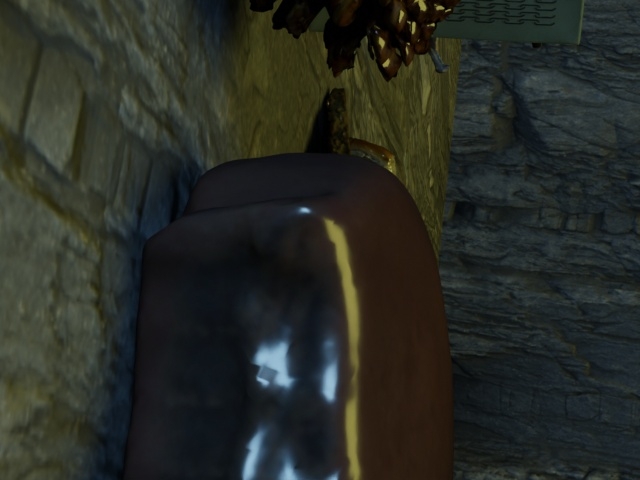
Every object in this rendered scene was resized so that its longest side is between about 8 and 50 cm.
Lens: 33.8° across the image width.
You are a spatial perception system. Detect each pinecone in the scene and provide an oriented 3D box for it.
[{"bbox_3d":[0.024,-0.235,0.739,0.221,0.221,0.222,5,90,-78],"label":"pinecone"}]

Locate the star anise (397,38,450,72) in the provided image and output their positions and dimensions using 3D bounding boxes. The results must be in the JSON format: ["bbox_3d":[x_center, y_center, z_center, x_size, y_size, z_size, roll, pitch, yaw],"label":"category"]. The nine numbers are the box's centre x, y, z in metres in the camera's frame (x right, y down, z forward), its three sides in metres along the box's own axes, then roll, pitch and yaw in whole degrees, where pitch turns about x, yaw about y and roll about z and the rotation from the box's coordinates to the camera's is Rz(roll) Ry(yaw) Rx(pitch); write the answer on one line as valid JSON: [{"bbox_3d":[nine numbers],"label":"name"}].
[{"bbox_3d":[0.117,-0.344,1.430,0.230,0.081,0.262,-72,152,-48],"label":"star anise"}]

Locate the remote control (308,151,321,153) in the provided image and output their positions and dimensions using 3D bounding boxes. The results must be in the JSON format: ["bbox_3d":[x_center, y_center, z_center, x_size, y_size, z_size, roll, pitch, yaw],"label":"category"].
[{"bbox_3d":[0.000,0.000,1.137,0.059,0.028,0.212,-74,164,-45],"label":"remote control"}]

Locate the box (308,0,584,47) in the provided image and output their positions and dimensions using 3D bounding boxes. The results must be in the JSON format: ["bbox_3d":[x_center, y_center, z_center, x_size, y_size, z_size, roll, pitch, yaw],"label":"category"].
[{"bbox_3d":[0.112,-0.266,0.972,0.211,0.270,0.045,78,21,-52],"label":"box"}]

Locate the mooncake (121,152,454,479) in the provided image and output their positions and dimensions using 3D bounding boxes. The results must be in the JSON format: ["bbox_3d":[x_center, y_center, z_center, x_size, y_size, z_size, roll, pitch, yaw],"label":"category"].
[{"bbox_3d":[-0.021,0.115,0.703,0.334,0.174,0.326,-43,127,-62],"label":"mooncake"}]

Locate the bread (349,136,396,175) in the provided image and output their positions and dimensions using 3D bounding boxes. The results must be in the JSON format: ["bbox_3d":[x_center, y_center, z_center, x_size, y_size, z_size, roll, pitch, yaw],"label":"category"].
[{"bbox_3d":[0.053,-0.083,1.259,0.083,0.070,0.077,26,70,-80],"label":"bread"}]

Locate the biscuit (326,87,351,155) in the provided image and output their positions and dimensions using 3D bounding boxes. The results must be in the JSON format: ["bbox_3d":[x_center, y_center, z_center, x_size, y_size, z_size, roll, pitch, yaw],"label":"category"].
[{"bbox_3d":[0.023,-0.066,1.142,0.206,0.025,0.126,-93,177,-47],"label":"biscuit"}]
